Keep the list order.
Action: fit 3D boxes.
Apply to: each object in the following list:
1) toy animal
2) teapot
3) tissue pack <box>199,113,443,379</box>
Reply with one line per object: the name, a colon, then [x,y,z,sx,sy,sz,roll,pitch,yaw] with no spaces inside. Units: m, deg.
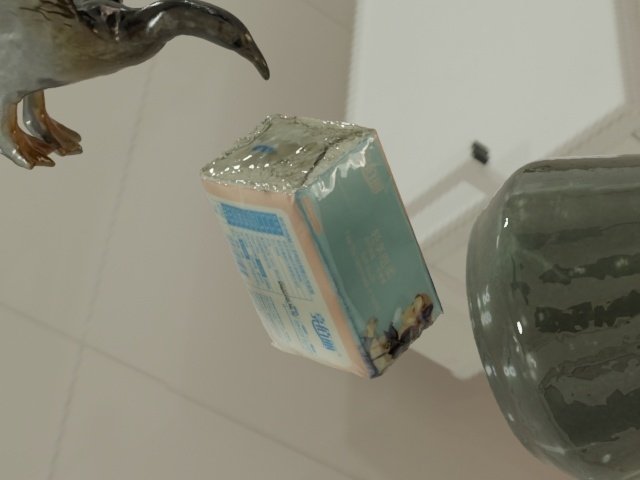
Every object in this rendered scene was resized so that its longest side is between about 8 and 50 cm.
toy animal: [-0.126,-0.115,0.690,0.160,0.197,0.272,-55,1,28]
teapot: [0.308,0.019,0.909,0.344,0.253,0.300,-16,26,28]
tissue pack: [0.000,0.000,0.516,0.059,0.094,0.074,-39,33,-29]
